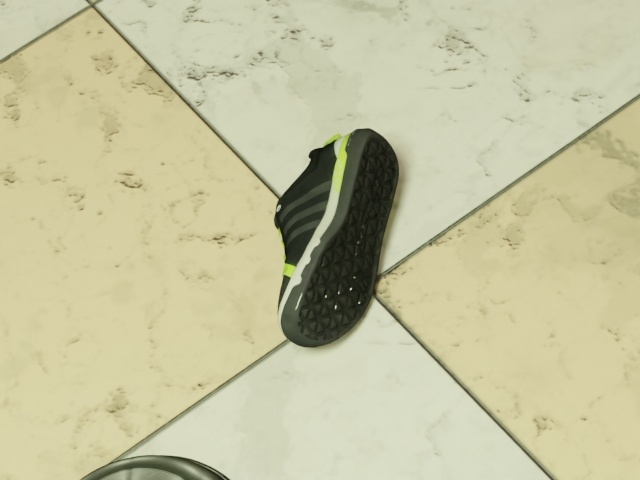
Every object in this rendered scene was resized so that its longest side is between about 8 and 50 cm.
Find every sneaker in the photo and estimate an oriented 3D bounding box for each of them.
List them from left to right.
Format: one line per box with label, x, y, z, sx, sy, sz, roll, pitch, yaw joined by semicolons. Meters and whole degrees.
sneaker;0.000;0.000;1.541;0.097;0.084;0.235;-8;46;38

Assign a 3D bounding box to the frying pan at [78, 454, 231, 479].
frying pan;-0.191;0.294;1.366;0.197;0.053;0.326;31;62;32
